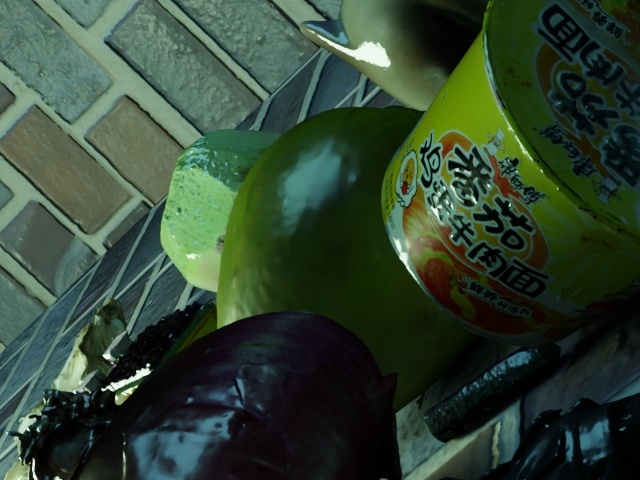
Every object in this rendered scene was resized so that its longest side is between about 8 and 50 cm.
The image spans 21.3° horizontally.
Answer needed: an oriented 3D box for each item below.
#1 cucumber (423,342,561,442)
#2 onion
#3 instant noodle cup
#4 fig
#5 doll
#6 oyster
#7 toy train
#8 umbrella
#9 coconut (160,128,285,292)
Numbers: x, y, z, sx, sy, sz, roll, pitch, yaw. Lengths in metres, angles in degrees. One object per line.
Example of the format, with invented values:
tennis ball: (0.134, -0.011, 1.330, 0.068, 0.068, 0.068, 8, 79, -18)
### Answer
cucumber: (0.140, 0.118, 1.363, 0.133, 0.032, 0.032, -38, 15, 30)
onion: (-0.094, 0.196, 1.258, 0.347, 0.285, 0.347, -64, -4, -9)
instant noodle cup: (0.181, -0.050, 1.287, 0.200, 0.264, 0.264, -47, 9, 45)
fig: (0.030, 0.036, 1.504, 0.326, 0.258, 0.258, -62, 14, -4)
doll: (0.176, -0.275, 1.618, 0.370, 0.215, 0.226, -54, 37, 8)
oyster: (-0.345, 0.229, 2.458, 0.166, 0.110, 0.341, -44, 14, 38)
toy train: (-0.138, 0.174, 1.769, 0.134, 0.177, 0.261, -54, 15, -31)
umbrella: (0.152, 0.158, 1.078, 0.340, 0.118, 0.118, -36, 15, 19)
coconut: (-0.082, -0.025, 2.169, 0.204, 0.236, 0.236, 98, -164, -44)
